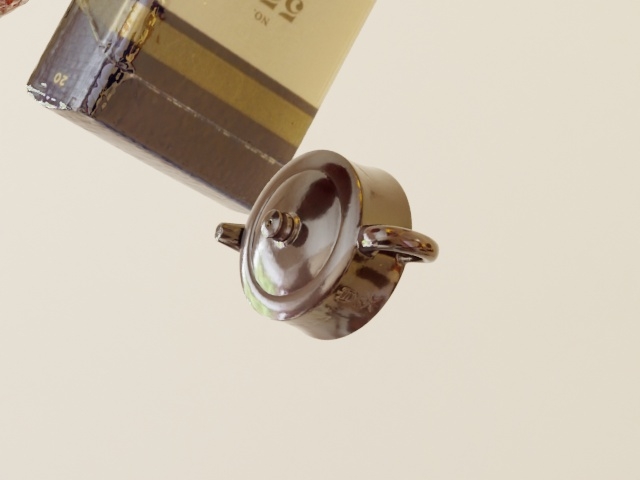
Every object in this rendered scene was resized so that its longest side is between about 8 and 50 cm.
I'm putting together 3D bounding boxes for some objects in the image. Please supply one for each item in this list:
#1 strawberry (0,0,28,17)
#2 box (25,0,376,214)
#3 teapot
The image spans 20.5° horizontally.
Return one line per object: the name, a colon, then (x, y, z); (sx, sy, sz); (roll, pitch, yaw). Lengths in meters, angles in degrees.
strawberry: (-0.124, -0.122, 0.630); (0.106, 0.106, 0.106); (11, -59, 19)
box: (-0.044, -0.159, 1.045); (0.071, 0.168, 0.259); (28, -92, 46)
teapot: (0.000, 0.000, 0.644); (0.100, 0.045, 0.068); (0, -105, 47)
